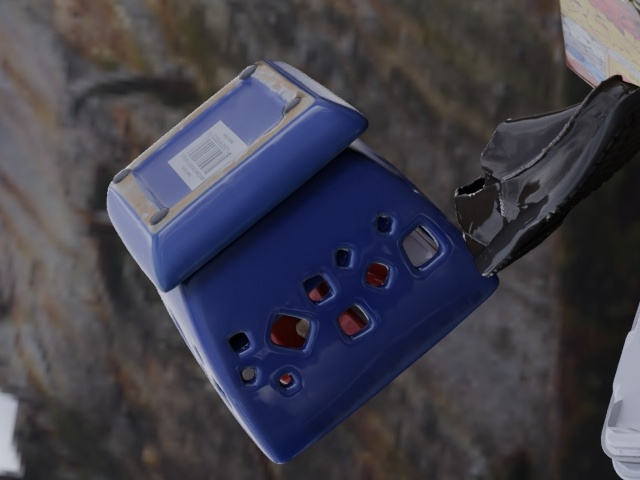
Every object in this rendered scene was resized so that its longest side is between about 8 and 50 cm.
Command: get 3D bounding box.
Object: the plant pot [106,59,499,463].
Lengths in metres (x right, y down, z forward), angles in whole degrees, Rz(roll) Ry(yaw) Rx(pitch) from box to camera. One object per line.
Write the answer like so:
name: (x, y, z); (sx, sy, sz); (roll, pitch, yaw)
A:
plant pot: (-0.032, -0.002, 1.494); (0.212, 0.236, 0.236); (53, 177, -24)

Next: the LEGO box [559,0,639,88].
LEGO box: (0.449, -0.343, 1.680); (0.500, 0.193, 0.372); (-48, -16, -4)

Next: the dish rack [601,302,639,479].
dish rack: (0.468, 0.146, 2.182); (0.333, 0.072, 0.286); (-7, 59, 55)

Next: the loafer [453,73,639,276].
loafer: (0.146, -0.051, 1.266); (0.080, 0.078, 0.220); (-31, -11, -37)

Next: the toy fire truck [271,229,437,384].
toy fire truck: (0.000, 0.000, 1.957); (0.254, 0.302, 0.169); (-25, -26, -56)
